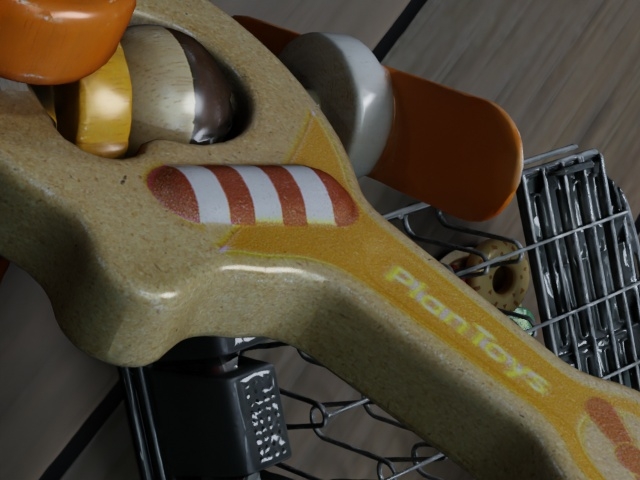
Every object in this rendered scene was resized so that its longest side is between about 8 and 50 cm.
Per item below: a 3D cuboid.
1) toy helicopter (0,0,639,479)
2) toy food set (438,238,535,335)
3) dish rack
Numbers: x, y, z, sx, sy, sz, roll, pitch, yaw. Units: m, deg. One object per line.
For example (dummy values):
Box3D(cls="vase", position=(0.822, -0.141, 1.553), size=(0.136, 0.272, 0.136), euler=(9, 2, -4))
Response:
Box3D(cls="toy helicopter", position=(0.000, 0.000, 0.631), size=(0.355, 0.140, 0.235), euler=(38, 31, 10))
Box3D(cls="toy food set", position=(0.079, 0.044, 0.871), size=(0.083, 0.020, 0.082), euler=(-20, 103, -43))
Box3D(cls="dish rack", position=(0.049, 0.070, 0.789), size=(0.271, 0.074, 0.208), euler=(-18, 102, -36))
